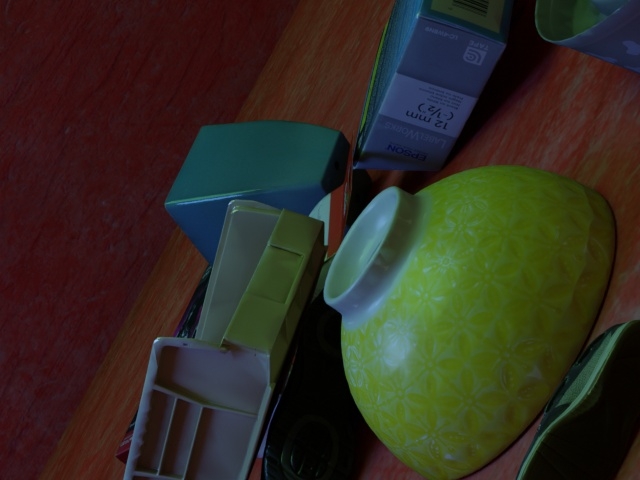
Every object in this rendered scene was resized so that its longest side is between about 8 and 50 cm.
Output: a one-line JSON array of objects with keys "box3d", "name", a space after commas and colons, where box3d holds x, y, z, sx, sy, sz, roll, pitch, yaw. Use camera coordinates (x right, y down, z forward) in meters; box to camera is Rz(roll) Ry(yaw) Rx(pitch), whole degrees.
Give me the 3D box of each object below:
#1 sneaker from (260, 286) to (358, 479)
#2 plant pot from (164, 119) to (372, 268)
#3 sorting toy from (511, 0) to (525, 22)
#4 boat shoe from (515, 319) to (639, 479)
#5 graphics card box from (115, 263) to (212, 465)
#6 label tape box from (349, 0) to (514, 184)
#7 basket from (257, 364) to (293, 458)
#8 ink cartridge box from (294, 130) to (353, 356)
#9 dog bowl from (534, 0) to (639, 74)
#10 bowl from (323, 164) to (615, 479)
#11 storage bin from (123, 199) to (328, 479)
[{"box3d": [0.000, 0.158, 1.272, 0.286, 0.109, 0.130, -63, 3, -31], "name": "sneaker"}, {"box3d": [-0.061, -0.067, 1.721, 0.234, 0.165, 0.166, -7, 45, 32], "name": "plant pot"}, {"box3d": [0.221, -0.295, 1.554, 0.102, 0.042, 0.061, -36, 27, 60], "name": "sorting toy"}, {"box3d": [0.177, 0.120, 0.809, 0.152, 0.056, 0.049, -52, 7, -8], "name": "boat shoe"}, {"box3d": [-0.172, 0.175, 1.867, 0.233, 0.094, 0.371, -35, 26, 61], "name": "graphics card box"}, {"box3d": [0.135, -0.227, 1.488, 0.348, 0.115, 0.249, 110, 175, -55], "name": "label tape box"}, {"box3d": [-0.099, 0.189, 1.545, 0.113, 0.103, 0.167, -59, 13, -1], "name": "basket"}, {"box3d": [0.000, 0.000, 1.507, 0.189, 0.066, 0.232, -86, 0, -63], "name": "ink cartridge box"}, {"box3d": [0.329, -0.292, 1.028, 0.349, 0.102, 0.349, -54, 15, 22], "name": "dog bowl"}, {"box3d": [0.097, 0.042, 1.038, 0.289, 0.156, 0.289, -55, 14, 20], "name": "bowl"}, {"box3d": [-0.097, 0.128, 1.282, 0.262, 0.123, 0.260, -68, -5, -56], "name": "storage bin"}]
